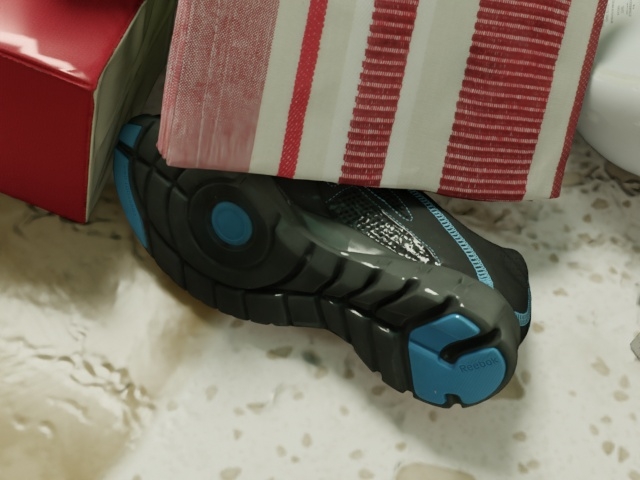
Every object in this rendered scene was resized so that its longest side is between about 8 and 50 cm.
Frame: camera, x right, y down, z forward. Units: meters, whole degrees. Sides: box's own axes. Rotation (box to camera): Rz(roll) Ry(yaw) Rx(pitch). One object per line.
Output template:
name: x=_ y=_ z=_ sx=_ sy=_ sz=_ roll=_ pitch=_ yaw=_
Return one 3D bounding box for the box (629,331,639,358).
box: x=0.403 y=0.033 z=0.821 sx=0.324 sy=0.063 sz=0.067 roll=-23 pitch=66 yaw=-20

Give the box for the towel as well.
towel: x=0.058 y=-0.152 z=0.693 sx=0.329 sy=0.237 sz=0.037 roll=5 pitch=15 yaw=-28

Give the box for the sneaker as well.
sneaker: x=0.000 y=0.000 z=0.761 sx=0.341 sy=0.125 sz=0.139 roll=30 pitch=36 yaw=8

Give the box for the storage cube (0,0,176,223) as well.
storage cube: x=-0.226 y=-0.158 z=0.742 sx=0.193 sy=0.215 sz=0.183 roll=22 pitch=59 yaw=-4

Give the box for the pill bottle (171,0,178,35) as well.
pill bottle: x=-0.071 y=-0.263 z=0.887 sx=0.103 sy=0.103 sz=0.184 roll=36 pitch=61 yaw=11

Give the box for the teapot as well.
teapot: x=0.322 y=-0.128 z=0.837 sx=0.256 sy=0.187 sz=0.252 roll=-35 pitch=41 yaw=-8
